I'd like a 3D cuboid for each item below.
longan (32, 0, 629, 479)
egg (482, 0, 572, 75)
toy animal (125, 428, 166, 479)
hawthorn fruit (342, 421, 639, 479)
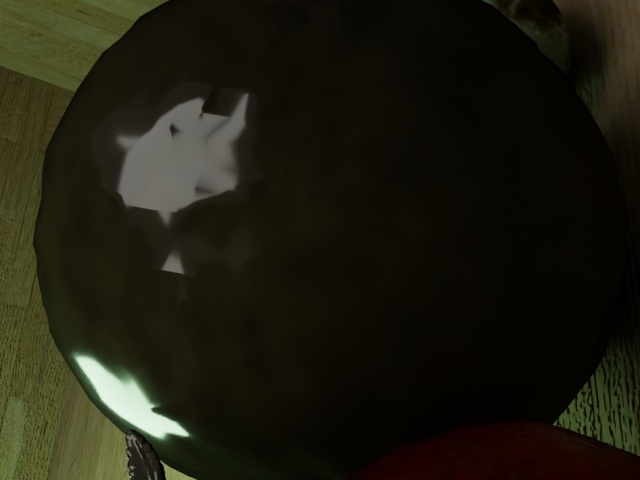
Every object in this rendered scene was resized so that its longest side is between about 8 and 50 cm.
[{"bbox_3d":[-0.003,-0.007,0.958,0.436,0.404,0.403,-14,59,52],"label":"longan"},{"bbox_3d":[0.126,-0.163,1.152,0.231,0.169,0.169,6,78,59],"label":"egg"},{"bbox_3d":[-0.057,0.235,0.880,0.260,0.087,0.243,-122,16,-56],"label":"toy animal"},{"bbox_3d":[0.098,0.224,0.726,0.307,0.265,0.265,174,113,-86],"label":"hawthorn fruit"}]
